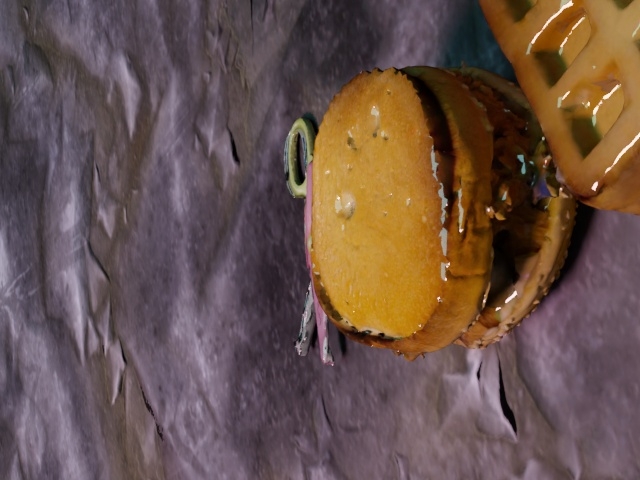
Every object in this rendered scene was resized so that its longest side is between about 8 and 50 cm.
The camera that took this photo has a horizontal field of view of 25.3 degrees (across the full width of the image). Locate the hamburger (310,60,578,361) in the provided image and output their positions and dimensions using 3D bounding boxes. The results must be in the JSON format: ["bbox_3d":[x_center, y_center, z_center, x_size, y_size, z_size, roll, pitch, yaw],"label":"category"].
[{"bbox_3d":[0.071,-0.013,0.875,0.182,0.118,0.191,43,124,55],"label":"hamburger"}]

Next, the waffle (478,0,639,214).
[{"bbox_3d":[0.201,-0.184,0.672,0.328,0.098,0.224,-53,48,44],"label":"waffle"}]

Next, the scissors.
[{"bbox_3d":[0.000,0.000,1.091,0.133,0.020,0.187,11,98,62],"label":"scissors"}]
